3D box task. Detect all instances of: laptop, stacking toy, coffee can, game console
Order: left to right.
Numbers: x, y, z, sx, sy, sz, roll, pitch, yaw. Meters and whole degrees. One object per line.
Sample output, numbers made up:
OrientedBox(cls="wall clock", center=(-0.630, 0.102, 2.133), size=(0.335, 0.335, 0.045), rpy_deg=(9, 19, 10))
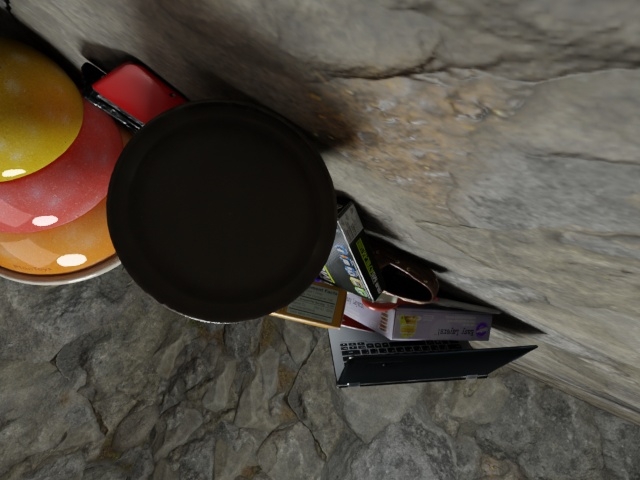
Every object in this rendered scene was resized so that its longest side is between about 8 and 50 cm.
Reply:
OrientedBox(cls="stacking toy", center=(-0.432, -0.162, 0.616), size=(0.351, 0.350, 0.479), rpy_deg=(26, 155, 1))
OrientedBox(cls="game console", center=(-0.204, -0.174, 0.540), size=(0.144, 0.085, 0.124), rpy_deg=(35, -160, -48))
OrientedBox(cls="coffee can", center=(-0.123, -0.019, 0.513), size=(0.202, 0.201, 0.275), rpy_deg=(28, 168, -15))
OrientedBox(cls="laptop", center=(0.225, 0.227, 1.073), size=(0.383, 0.236, 0.407), rpy_deg=(-2, -153, -5))

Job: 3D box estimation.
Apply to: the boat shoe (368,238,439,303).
OrientedBox(cls="boat shoe", center=(0.107, 0.051, 0.763), size=(0.207, 0.073, 0.073), rpy_deg=(18, -156, 10))

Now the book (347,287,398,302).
OrientedBox(cls="book", center=(0.099, 0.067, 0.848), size=(0.097, 0.035, 0.144), rpy_deg=(14, -159, 1))

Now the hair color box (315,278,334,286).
OrientedBox(cls="hair color box", center=(-0.049, 0.042, 1.167), size=(0.339, 0.110, 0.185), rpy_deg=(22, 174, 41))

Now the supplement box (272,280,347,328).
OrientedBox(cls="supplement box", center=(-0.075, 0.096, 0.768), size=(0.234, 0.080, 0.078), rpy_deg=(17, 168, -8))

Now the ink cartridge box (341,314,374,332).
OrientedBox(cls="ink cartridge box", center=(0.033, 0.154, 1.209), size=(0.309, 0.091, 0.385), rpy_deg=(11, 180, 15))

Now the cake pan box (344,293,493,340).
OrientedBox(cls="cake pan box", center=(0.194, 0.156, 0.972), size=(0.246, 0.070, 0.267), rpy_deg=(8, -178, -25))

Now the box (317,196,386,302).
OrientedBox(cls="box", center=(0.000, 0.000, 0.691), size=(0.184, 0.045, 0.190), rpy_deg=(18, 146, 40))

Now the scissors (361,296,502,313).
OrientedBox(cls="scissors", center=(0.203, 0.109, 0.855), size=(0.298, 0.021, 0.109), rpy_deg=(4, -161, -15))
